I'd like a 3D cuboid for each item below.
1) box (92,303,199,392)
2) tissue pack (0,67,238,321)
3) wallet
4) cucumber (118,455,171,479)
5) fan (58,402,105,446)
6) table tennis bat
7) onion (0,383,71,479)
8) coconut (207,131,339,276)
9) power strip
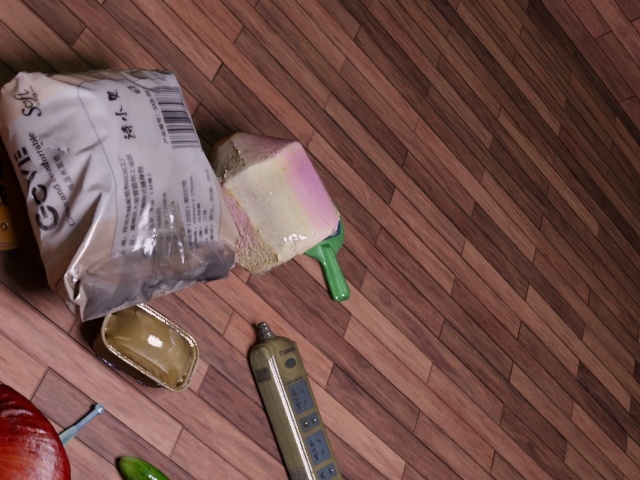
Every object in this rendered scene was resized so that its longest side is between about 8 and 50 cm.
[{"bbox_3d":[-0.270,0.164,1.571,0.177,0.111,0.111,37,48,-27],"label":"box"},{"bbox_3d":[-0.301,-0.086,1.555,0.390,0.195,0.375,-12,78,-58],"label":"tissue pack"},{"bbox_3d":[-0.507,-0.057,1.460,0.195,0.042,0.161,-5,77,-49],"label":"wallet"},{"bbox_3d":[-0.216,0.415,1.555,0.250,0.056,0.056,49,43,-19],"label":"cucumber"},{"bbox_3d":[-0.379,0.293,1.460,0.038,0.016,0.193,57,41,-9],"label":"fan"},{"bbox_3d":[0.000,0.000,2.000,0.160,0.039,0.257,-14,81,-48],"label":"table tennis bat"},{"bbox_3d":[-0.453,0.325,1.140,0.341,0.341,0.341,23,57,-40],"label":"onion"},{"bbox_3d":[-0.108,-0.075,1.778,0.233,0.233,0.245,-34,92,-50],"label":"coconut"},{"bbox_3d":[-0.036,0.325,1.787,0.092,0.066,0.387,-16,84,-52],"label":"power strip"}]
